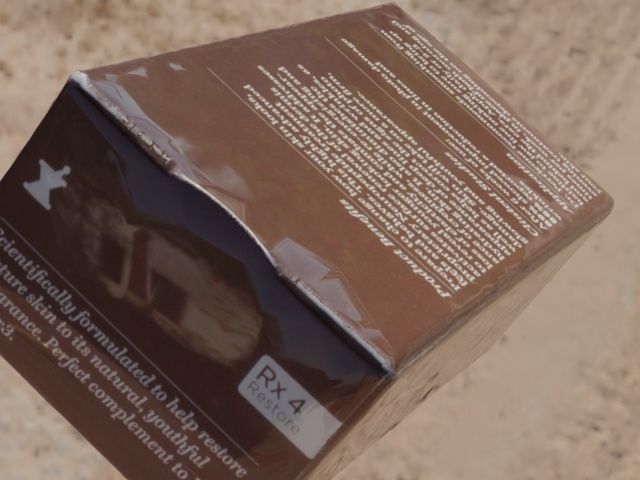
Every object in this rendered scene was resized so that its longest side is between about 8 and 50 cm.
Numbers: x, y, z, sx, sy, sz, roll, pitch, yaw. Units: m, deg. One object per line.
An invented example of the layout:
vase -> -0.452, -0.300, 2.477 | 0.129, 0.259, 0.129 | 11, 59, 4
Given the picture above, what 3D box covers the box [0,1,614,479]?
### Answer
box -> 0.000, 0.000, 0.945 | 0.191, 0.143, 0.381 | 43, 23, 10
